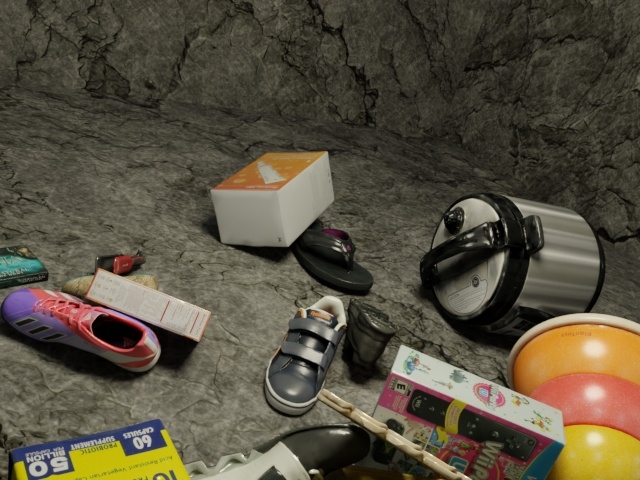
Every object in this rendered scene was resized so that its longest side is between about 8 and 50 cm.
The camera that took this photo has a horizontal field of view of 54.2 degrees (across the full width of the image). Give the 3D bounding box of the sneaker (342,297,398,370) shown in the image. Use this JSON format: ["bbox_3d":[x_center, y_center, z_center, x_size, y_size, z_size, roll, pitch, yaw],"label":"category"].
[{"bbox_3d":[0.095,0.215,1.447,0.109,0.130,0.286,25,3,0],"label":"sneaker"}]

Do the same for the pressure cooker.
[{"bbox_3d":[0.489,0.060,1.700,0.421,0.369,0.375,9,22,-24],"label":"pressure cooker"}]

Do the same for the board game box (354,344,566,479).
[{"bbox_3d":[0.241,0.353,1.115,0.304,0.223,0.097,20,24,8],"label":"board game box"}]

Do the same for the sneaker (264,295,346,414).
[{"bbox_3d":[-0.027,0.225,1.327,0.126,0.127,0.321,21,27,4],"label":"sneaker"}]

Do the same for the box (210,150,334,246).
[{"bbox_3d":[-0.127,-0.129,1.819,0.215,0.168,0.345,2,26,24],"label":"box"}]

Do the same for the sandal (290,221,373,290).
[{"bbox_3d":[-0.003,-0.001,1.816,0.168,0.107,0.446,-3,31,-36],"label":"sandal"}]

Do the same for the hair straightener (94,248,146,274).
[{"bbox_3d":[-0.470,0.042,1.444,0.089,0.047,0.230,4,8,3],"label":"hair straightener"}]

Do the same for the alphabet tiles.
[{"bbox_3d":[0.123,0.311,0.961,0.284,0.021,0.278,29,-13,12],"label":"alphabet tiles"}]

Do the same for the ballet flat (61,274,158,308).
[{"bbox_3d":[-0.449,0.113,1.359,0.206,0.073,0.067,-5,47,-32],"label":"ballet flat"}]

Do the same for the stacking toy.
[{"bbox_3d":[0.497,0.399,1.154,0.351,0.350,0.480,22,40,10],"label":"stacking toy"}]

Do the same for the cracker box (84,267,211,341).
[{"bbox_3d":[-0.339,0.134,1.261,0.232,0.067,0.156,23,-13,-7],"label":"cracker box"}]

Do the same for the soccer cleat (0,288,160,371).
[{"bbox_3d":[-0.456,0.152,1.183,0.318,0.116,0.108,21,59,3],"label":"soccer cleat"}]

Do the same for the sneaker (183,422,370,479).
[{"bbox_3d":[-0.071,0.379,0.918,0.331,0.122,0.146,-20,44,0],"label":"sneaker"}]

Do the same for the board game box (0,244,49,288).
[{"bbox_3d":[-0.705,0.061,1.349,0.186,0.026,0.126,-11,38,-45],"label":"board game box"}]

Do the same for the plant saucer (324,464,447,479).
[{"bbox_3d":[0.146,0.421,0.919,0.333,0.080,0.333,12,-1,-10],"label":"plant saucer"}]

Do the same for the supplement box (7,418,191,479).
[{"bbox_3d":[-0.232,0.415,0.727,0.194,0.195,0.356,-3,32,-36],"label":"supplement box"}]
